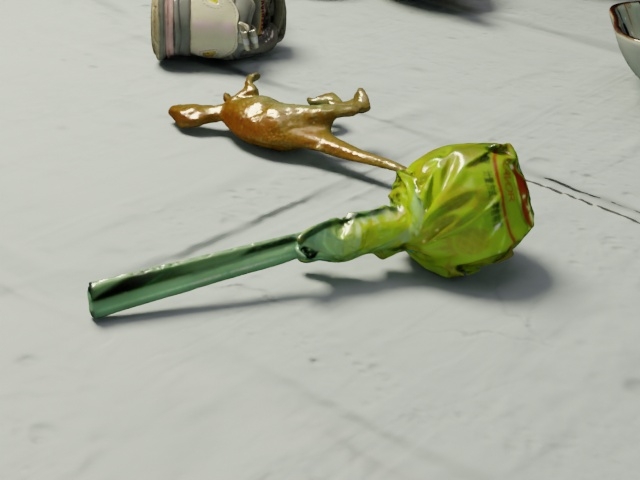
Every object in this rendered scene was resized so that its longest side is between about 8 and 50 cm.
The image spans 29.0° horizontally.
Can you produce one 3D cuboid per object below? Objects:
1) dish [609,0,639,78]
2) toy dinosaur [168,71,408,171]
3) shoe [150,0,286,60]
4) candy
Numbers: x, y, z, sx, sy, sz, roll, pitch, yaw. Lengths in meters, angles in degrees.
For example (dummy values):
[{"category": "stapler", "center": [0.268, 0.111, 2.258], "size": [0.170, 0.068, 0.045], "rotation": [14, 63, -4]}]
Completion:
[{"category": "dish", "center": [0.322, -0.144, 1.013], "size": [0.191, 0.066, 0.190], "rotation": [3, 25, -1]}, {"category": "toy dinosaur", "center": [-0.024, -0.071, 0.842], "size": [0.126, 0.039, 0.162], "rotation": [-14, 36, -16]}, {"category": "shoe", "center": [-0.071, -0.202, 1.030], "size": [0.092, 0.089, 0.180], "rotation": [11, 29, 13]}, {"category": "candy", "center": [-0.001, 0.002, 0.678], "size": [0.262, 0.073, 0.077], "rotation": [-15, 14, -22]}]
